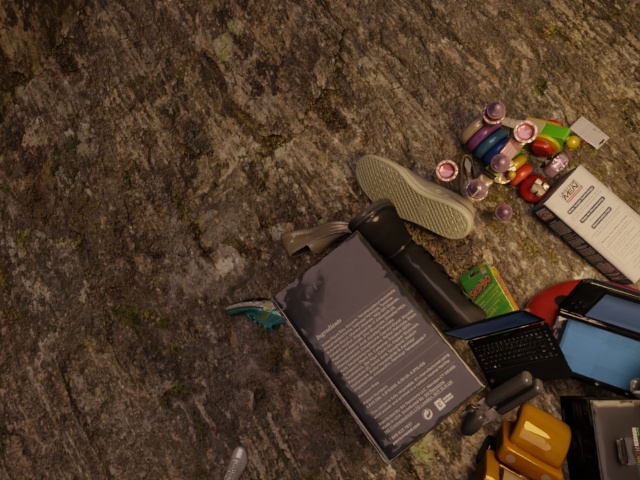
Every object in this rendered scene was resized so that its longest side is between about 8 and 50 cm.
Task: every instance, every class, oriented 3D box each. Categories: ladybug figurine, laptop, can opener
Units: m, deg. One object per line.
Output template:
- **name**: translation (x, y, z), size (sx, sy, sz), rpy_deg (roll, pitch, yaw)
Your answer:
- **ladybug figurine**: translation (0.817, 0.258, 1.476), size (0.450, 0.162, 0.304), rpy_deg (6, 77, 11)
- **laptop**: translation (0.497, 0.301, 1.364), size (0.234, 0.137, 0.264), rpy_deg (-25, 94, 36)
- **can opener**: translation (0.501, 0.473, 1.434), size (0.076, 0.283, 0.095), rpy_deg (34, 41, -2)

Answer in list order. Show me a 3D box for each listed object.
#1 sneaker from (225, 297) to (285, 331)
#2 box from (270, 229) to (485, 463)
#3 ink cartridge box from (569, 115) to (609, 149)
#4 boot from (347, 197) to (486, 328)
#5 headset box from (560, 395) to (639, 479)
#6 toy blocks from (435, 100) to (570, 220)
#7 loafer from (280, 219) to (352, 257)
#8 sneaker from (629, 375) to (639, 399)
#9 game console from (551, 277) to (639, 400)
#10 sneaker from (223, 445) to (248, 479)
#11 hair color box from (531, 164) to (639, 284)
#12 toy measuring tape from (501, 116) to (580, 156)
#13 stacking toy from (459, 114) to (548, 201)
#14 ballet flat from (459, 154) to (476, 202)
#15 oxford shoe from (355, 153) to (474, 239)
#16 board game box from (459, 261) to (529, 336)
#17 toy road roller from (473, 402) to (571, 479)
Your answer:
- **sneaker**: translation (-0.184, 0.245, 1.675), size (0.276, 0.107, 0.109), rpy_deg (2, 89, 12)
- **box**: translation (0.161, 0.284, 1.403), size (0.297, 0.480, 0.471), rpy_deg (-39, 73, 0)
- **ink cartridge box**: translation (0.889, -0.353, 1.693), size (0.063, 0.029, 0.115), rpy_deg (-43, 74, -4)
- **boot**: translation (0.293, 0.097, 1.505), size (0.146, 0.367, 0.445), rpy_deg (-40, 73, 14)
- **headset box**: translation (0.757, 0.543, 1.349), size (0.131, 0.283, 0.246), rpy_deg (-3, 76, 8)
- **toy blocks**: translation (0.540, -0.221, 1.493), size (0.309, 0.260, 0.288), rpy_deg (39, 98, 8)
- **loafer**: translation (0.000, 0.000, 1.711), size (0.269, 0.102, 0.091), rpy_deg (-13, 75, 15)
- **sneaker**: translation (0.851, 0.305, 1.230), size (0.125, 0.104, 0.261), rpy_deg (20, 117, 4)
- **game console**: translation (0.769, 0.261, 1.314), size (0.293, 0.250, 0.173), rpy_deg (17, 58, 11)
- **sneaker**: translation (-0.267, 0.717, 1.582), size (0.054, 0.061, 0.152), rpy_deg (12, 76, 14)
- **hair color box**: translation (0.845, -0.044, 1.550), size (0.347, 0.105, 0.174), rpy_deg (44, 84, 6)
- **toy measuring tape**: translation (0.698, -0.354, 1.705), size (0.330, 0.121, 0.121), rpy_deg (26, 80, 37)
- **stacking toy**: translation (0.609, -0.258, 1.667), size (0.141, 0.141, 0.330), rpy_deg (-37, 78, -2)
- **ballet flat**: translation (0.492, -0.208, 1.706), size (0.057, 0.052, 0.168), rpy_deg (-7, 75, 7)
- **oxford shoe**: translation (0.311, -0.151, 1.690), size (0.450, 0.130, 0.169), rpy_deg (32, 127, 22)
- **board game box**: translation (0.534, 0.200, 1.563), size (0.039, 0.124, 0.259), rpy_deg (-15, 70, -39)
- **toy road roller**: translation (0.548, 0.586, 1.352), size (0.203, 0.329, 0.240), rpy_deg (26, 103, 15)
